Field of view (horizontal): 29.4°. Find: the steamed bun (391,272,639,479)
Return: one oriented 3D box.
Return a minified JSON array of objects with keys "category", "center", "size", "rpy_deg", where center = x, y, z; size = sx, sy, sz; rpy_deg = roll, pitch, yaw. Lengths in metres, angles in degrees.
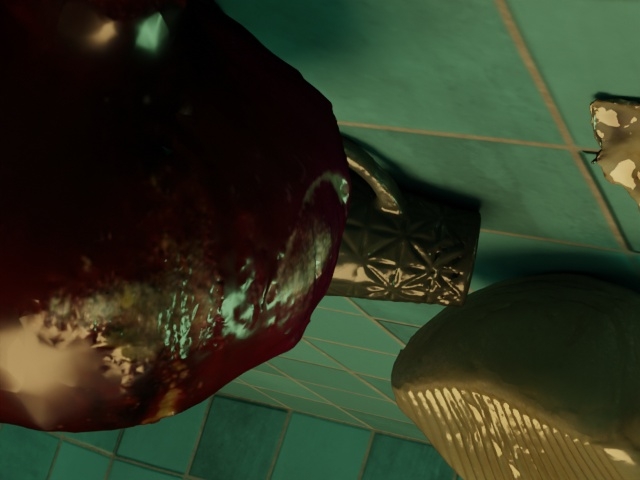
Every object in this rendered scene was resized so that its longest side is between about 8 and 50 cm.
[{"category":"steamed bun","center":[0.280,0.157,1.329],"size":[0.247,0.236,0.383],"rpy_deg":[49,154,-26]}]

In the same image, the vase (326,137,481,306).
[{"category":"vase","center":[0.007,-0.016,1.227],"size":[0.300,0.156,0.251],"rpy_deg":[11,140,2]}]

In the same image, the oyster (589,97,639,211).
[{"category":"oyster","center":[0.330,-0.002,0.898],"size":[0.275,0.100,0.271],"rpy_deg":[49,-174,33]}]

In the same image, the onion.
[{"category":"onion","center":[-0.160,-0.106,0.838],"size":[0.398,0.420,0.398],"rpy_deg":[9,-149,-6]}]
